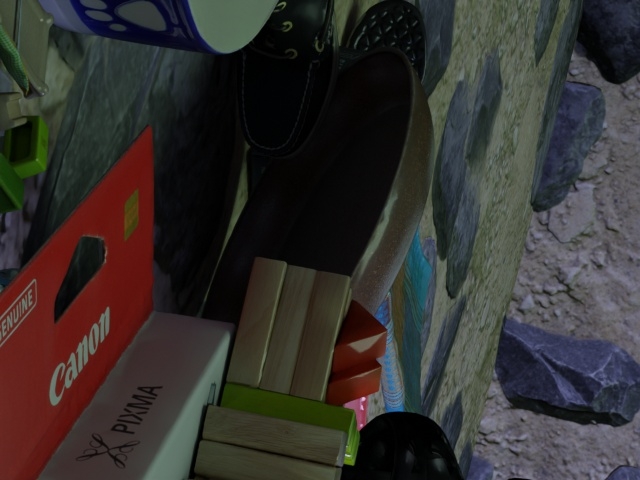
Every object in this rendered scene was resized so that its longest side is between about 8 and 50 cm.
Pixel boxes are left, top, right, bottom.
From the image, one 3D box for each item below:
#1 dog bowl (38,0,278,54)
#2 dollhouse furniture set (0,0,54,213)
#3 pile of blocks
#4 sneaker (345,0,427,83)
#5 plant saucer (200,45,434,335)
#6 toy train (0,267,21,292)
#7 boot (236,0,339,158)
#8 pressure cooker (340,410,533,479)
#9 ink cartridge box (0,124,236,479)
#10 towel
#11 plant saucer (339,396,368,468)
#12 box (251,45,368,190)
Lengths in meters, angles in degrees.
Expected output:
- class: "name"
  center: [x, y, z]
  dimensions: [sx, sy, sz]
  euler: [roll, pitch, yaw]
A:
- class: "dog bowl"
  center: [-0.082, -0.246, 1.023]
  dimensions: [0.265, 0.104, 0.265]
  euler: [12, 90, -76]
- class: "dollhouse furniture set"
  center: [-0.185, -0.080, 0.928]
  dimensions: [0.076, 0.058, 0.152]
  euler: [64, 21, -57]
- class: "pile of blocks"
  center: [-0.021, 0.171, 1.045]
  dimensions: [0.149, 0.112, 0.362]
  euler: [92, 12, -48]
- class: "sneaker"
  center: [0.049, -0.130, 1.741]
  dimensions: [0.097, 0.084, 0.235]
  euler: [-115, -146, -73]
- class: "plant saucer"
  center: [0.000, 0.000, 1.316]
  dimensions: [0.311, 0.050, 0.311]
  euler: [-52, -159, 31]
- class: "toy train"
  center: [-0.185, 0.099, 0.979]
  dimensions: [0.105, 0.080, 0.184]
  euler: [-66, 163, -68]
- class: "boot"
  center: [-0.047, -0.173, 1.284]
  dimensions: [0.178, 0.085, 0.236]
  euler: [-19, 121, -69]
- class: "pressure cooker"
  center: [0.049, 0.355, 1.466]
  dimensions: [0.375, 0.369, 0.421]
  euler: [7, 93, -47]
- class: "ink cartridge box"
  center: [-0.112, 0.106, 0.967]
  dimensions: [0.296, 0.066, 0.261]
  euler: [-63, 161, -65]
- class: "towel"
  center: [0.093, 0.049, 1.986]
  dimensions: [0.370, 0.040, 0.271]
  euler: [78, 15, -58]
- class: "plant saucer"
  center: [0.008, 0.238, 1.853]
  dimensions: [0.258, 0.047, 0.259]
  euler: [-70, 165, -55]
- class: "box"
  center: [-0.006, -0.035, 1.589]
  dimensions: [0.183, 0.059, 0.233]
  euler: [-60, 158, -47]
